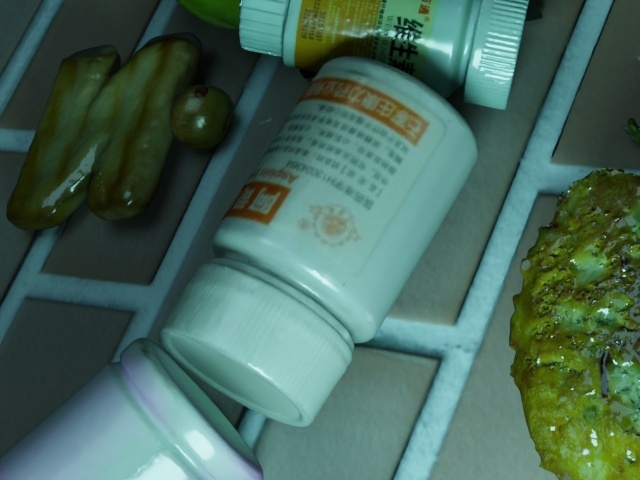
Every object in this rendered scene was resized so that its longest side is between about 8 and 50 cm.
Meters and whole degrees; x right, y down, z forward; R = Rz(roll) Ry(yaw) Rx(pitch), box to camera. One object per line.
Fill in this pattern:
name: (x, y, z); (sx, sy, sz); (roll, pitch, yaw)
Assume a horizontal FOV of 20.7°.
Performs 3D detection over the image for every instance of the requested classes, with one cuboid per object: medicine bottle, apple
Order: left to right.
medicine bottle: (-0.243, 0.280, 1.858); (0.325, 0.212, 0.212); (-41, 45, -2)
apple: (-0.149, -0.156, 2.221); (0.071, 0.084, 0.084); (13, 64, 17)
medicine bottle: (0.000, 0.000, 1.914); (0.211, 0.211, 0.371); (17, 67, 40)
medicine bottle: (0.073, -0.256, 2.006); (0.318, 0.158, 0.158); (13, 61, 5)

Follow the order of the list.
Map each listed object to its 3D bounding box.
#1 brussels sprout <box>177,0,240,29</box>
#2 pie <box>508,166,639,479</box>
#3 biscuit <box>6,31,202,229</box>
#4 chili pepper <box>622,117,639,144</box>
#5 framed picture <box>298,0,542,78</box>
brussels sprout: (-0.120, -0.477, 2.255); (0.361, 0.342, 0.425); (-17, 53, 11)
pie: (0.321, 0.097, 1.701); (0.288, 0.103, 0.354); (-6, 68, 29)
biscuit: (-0.280, -0.142, 2.303); (0.237, 0.062, 0.290); (-7, 52, 32)
chili pepper: (0.420, -0.263, 1.950); (0.085, 0.076, 0.359); (16, 64, 12)
framed picture: (0.069, -0.313, 2.079); (0.324, 0.244, 0.013); (-11, 44, 26)
